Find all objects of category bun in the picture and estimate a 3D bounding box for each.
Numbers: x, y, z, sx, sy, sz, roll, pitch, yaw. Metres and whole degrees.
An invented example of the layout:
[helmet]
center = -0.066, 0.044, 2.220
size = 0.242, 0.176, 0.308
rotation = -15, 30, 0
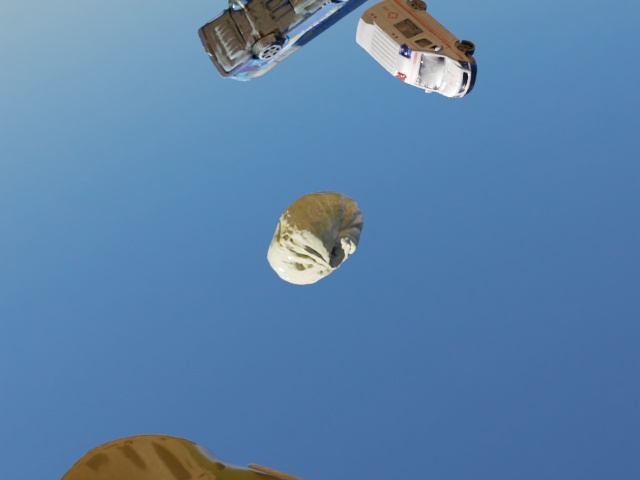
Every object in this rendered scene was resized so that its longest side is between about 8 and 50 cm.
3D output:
[bun]
center = 0.000, 0.000, 1.423
size = 0.115, 0.115, 0.069
rotation = -30, -118, -30

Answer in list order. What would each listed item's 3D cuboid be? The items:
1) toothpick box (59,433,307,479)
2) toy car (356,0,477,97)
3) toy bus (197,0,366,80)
[toothpick box]
center = -0.049, 0.383, 1.040
size = 0.409, 0.409, 0.425
rotation = -31, -116, -31
[toy car]
center = 0.153, -0.300, 2.132
size = 0.108, 0.089, 0.210
rotation = -20, -129, -32
[toy bus]
center = -0.010, -0.168, 0.942
size = 0.153, 0.051, 0.061
rotation = -34, 165, 17
